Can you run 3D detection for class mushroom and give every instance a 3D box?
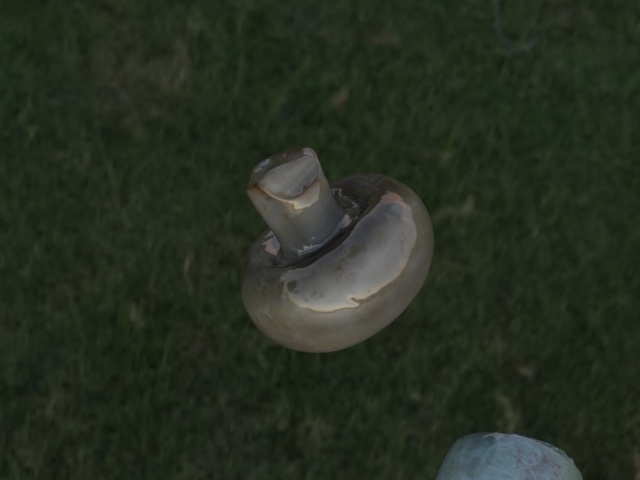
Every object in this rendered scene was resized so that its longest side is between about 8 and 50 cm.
[{"bbox_3d":[0.000,0.000,1.779,0.204,0.204,0.204,6,50,-7],"label":"mushroom"}]

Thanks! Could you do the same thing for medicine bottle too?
[{"bbox_3d":[0.176,0.279,1.804,0.147,0.147,0.143,17,61,3],"label":"medicine bottle"}]
